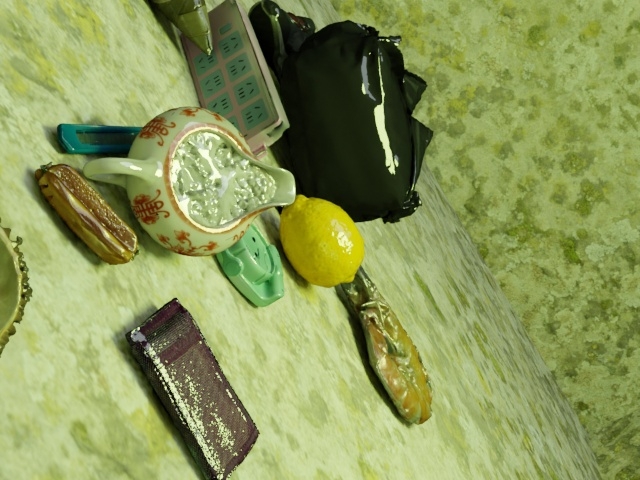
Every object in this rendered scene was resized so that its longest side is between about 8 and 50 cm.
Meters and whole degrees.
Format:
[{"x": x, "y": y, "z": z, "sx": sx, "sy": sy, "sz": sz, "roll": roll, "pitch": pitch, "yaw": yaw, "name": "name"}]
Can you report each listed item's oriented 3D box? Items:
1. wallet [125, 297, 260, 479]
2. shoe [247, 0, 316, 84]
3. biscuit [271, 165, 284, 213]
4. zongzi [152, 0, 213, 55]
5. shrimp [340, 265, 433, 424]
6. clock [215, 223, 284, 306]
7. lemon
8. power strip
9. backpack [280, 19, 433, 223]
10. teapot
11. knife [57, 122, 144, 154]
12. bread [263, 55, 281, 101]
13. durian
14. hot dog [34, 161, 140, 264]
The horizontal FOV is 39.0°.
[{"x": -0.117, "y": 0.140, "z": 0.853, "sx": 0.166, "sy": 0.030, "sz": 0.111, "roll": 60, "pitch": 14, "yaw": -6, "name": "wallet"}, {"x": -0.061, "y": -0.384, "z": 1.708, "sx": 0.099, "sy": 0.112, "sz": 0.227, "roll": 49, "pitch": -14, "yaw": 26, "name": "shoe"}, {"x": -0.062, "y": -0.072, "z": 1.411, "sx": 0.087, "sy": 0.027, "sz": 0.089, "roll": 42, "pitch": 24, "yaw": -51, "name": "biscuit"}, {"x": -0.202, "y": -0.371, "z": 1.377, "sx": 0.176, "sy": 0.078, "sz": 0.160, "roll": 52, "pitch": 21, "yaw": -15, "name": "zongzi"}, {"x": 0.098, "y": 0.159, "z": 1.459, "sx": 0.317, "sy": 0.062, "sz": 0.164, "roll": 62, "pitch": 18, "yaw": -8, "name": "shrimp"}, {"x": -0.096, "y": 0.014, "z": 1.122, "sx": 0.135, "sy": 0.041, "sz": 0.101, "roll": 49, "pitch": 19, "yaw": -38, "name": "clock"}, {"x": 0.000, "y": 0.000, "z": 1.325, "sx": 0.155, "sy": 0.114, "sz": 0.114, "roll": 55, "pitch": 16, "yaw": -9, "name": "lemon"}, {"x": -0.129, "y": -0.235, "z": 1.328, "sx": 0.037, "sy": 0.109, "sz": 0.279, "roll": 36, "pitch": 29, "yaw": -55, "name": "power strip"}, {"x": 0.079, "y": -0.227, "z": 1.677, "sx": 0.445, "sy": 0.255, "sz": 0.363, "roll": -72, "pitch": 152, "yaw": -73, "name": "backpack"}, {"x": -0.144, "y": -0.063, "z": 0.961, "sx": 0.245, "sy": 0.116, "sz": 0.159, "roll": -5, "pitch": 101, "yaw": -49, "name": "teapot"}, {"x": -0.209, "y": -0.108, "z": 1.006, "sx": 0.296, "sy": 0.026, "sz": 0.044, "roll": -23, "pitch": 96, "yaw": -75, "name": "knife"}, {"x": -0.117, "y": -0.299, "z": 1.623, "sx": 0.228, "sy": 0.033, "sz": 0.228, "roll": 55, "pitch": 17, "yaw": -25, "name": "bread"}, {"x": -0.241, "y": 0.018, "z": 0.632, "sx": 0.130, "sy": 0.052, "sz": 0.066, "roll": 62, "pitch": 18, "yaw": 0, "name": "durian"}, {"x": -0.214, "y": -0.022, "z": 0.827, "sx": 0.122, "sy": 0.037, "sz": 0.049, "roll": 50, "pitch": 30, "yaw": -19, "name": "hot dog"}]
